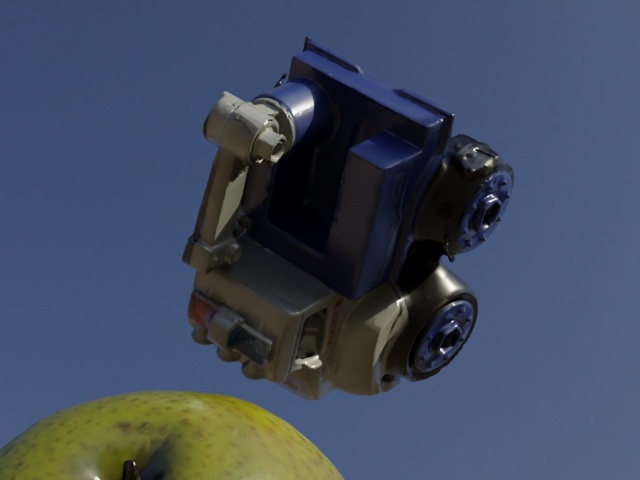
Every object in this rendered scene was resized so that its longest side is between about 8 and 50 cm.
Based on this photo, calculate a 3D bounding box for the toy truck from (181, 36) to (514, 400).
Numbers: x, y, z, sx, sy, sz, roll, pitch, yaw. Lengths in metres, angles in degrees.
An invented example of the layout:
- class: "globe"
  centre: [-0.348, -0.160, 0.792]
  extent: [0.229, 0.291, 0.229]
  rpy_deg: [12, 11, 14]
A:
- class: "toy truck"
  centre: [0.000, 0.000, 0.752]
  extent: [0.161, 0.177, 0.213]
  rpy_deg: [30, -54, 27]

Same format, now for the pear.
- class: "pear"
  centre: [-0.066, 0.150, 0.464]
  extent: [0.198, 0.198, 0.198]
  rpy_deg: [-1, -45, -1]
